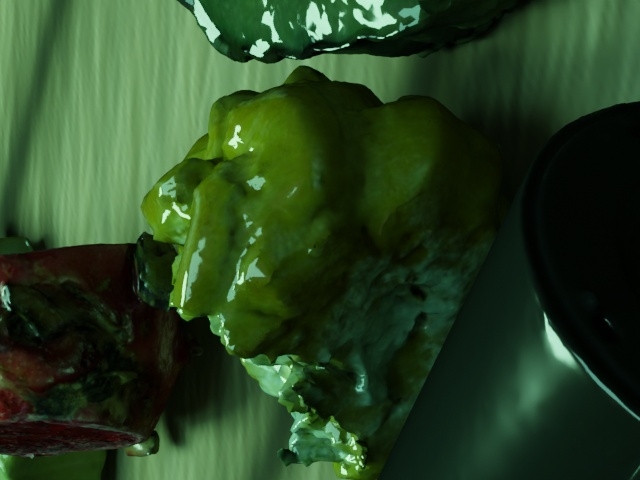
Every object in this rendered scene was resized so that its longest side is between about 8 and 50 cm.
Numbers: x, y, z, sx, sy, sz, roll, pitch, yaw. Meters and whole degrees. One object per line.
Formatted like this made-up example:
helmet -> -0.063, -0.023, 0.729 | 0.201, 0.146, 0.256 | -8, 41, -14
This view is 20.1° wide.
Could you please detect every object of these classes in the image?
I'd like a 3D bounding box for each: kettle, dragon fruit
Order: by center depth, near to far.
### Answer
kettle -> 0.129, 0.139, 0.770 | 0.308, 0.203, 0.262 | 115, 152, -42
dragon fruit -> -0.197, 0.085, 1.216 | 0.282, 0.211, 0.147 | -14, 84, 31

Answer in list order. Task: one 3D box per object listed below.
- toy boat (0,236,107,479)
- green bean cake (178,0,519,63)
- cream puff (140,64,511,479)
toy boat -> -0.236, 0.100, 1.363 | 0.084, 0.111, 0.276 | -42, 63, 44
green bean cake -> 0.004, -0.204, 0.948 | 0.222, 0.125, 0.227 | 3, 102, 52
cream puff -> 0.005, -0.004, 0.941 | 0.195, 0.195, 0.221 | 42, 167, 42
